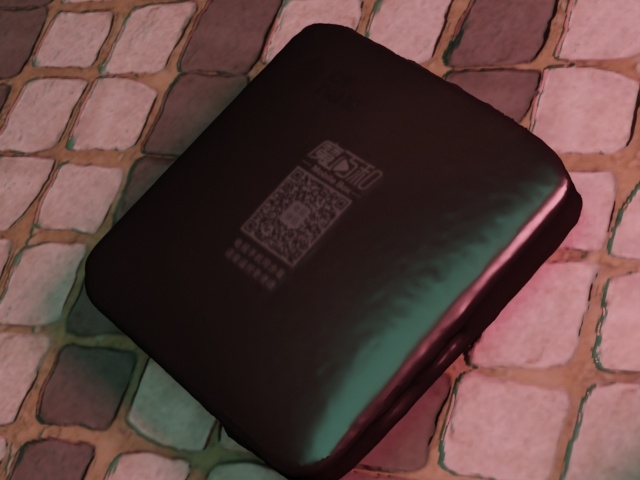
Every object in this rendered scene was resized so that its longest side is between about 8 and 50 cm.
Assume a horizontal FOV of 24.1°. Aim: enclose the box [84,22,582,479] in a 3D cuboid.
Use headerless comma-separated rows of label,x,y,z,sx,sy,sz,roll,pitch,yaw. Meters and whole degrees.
box,0.000,0.000,1.047,0.289,0.073,0.290,-48,49,-9
